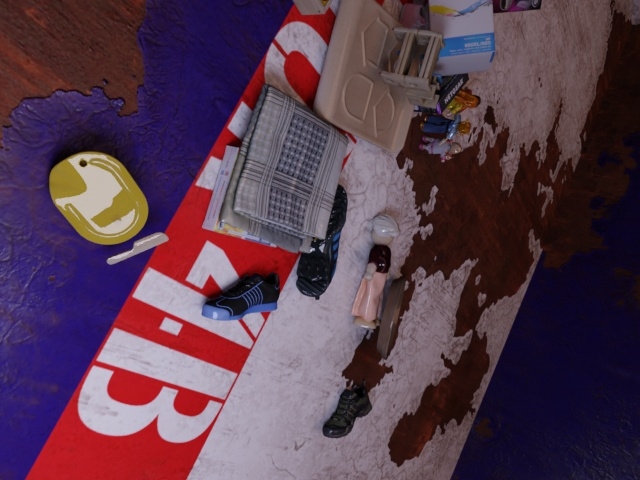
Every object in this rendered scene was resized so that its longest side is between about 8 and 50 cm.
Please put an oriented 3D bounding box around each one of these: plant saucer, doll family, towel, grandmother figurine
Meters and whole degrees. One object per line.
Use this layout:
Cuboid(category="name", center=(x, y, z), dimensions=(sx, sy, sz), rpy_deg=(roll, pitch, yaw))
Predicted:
Cuboid(category="plant saucer", center=(0.226, 0.242, 1.708), dimensions=(0.278, 0.041, 0.278), rpy_deg=(14, 90, -77))
Cuboid(category="doll family", center=(0.405, -0.383, 1.668), dimensions=(0.118, 0.163, 0.263), rpy_deg=(29, 81, -51))
Cuboid(category="towel", center=(-0.065, -0.143, 1.214), dimensions=(0.312, 0.056, 0.324), rpy_deg=(22, 84, -51))
Cuboid(category="grandmother figurine", center=(0.169, 0.090, 1.625), dimensions=(0.208, 0.104, 0.343), rpy_deg=(-6, 107, -78))

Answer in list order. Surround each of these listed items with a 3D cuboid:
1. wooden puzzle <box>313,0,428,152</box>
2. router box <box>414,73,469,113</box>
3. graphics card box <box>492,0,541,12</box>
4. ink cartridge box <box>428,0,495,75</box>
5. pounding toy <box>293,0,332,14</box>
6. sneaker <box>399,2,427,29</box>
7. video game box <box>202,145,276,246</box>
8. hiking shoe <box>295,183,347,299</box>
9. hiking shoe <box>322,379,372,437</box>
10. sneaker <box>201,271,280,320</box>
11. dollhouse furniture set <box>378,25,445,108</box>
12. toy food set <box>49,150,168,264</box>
Cuboid(category="wooden puzzle", center=(0.129, -0.428, 1.401), dimensions=(0.347, 0.080, 0.322), rpy_deg=(12, 94, -47))
Cuboid(category="router box", center=(0.341, -0.451, 1.592), dimensions=(0.179, 0.133, 0.046), rpy_deg=(-50, 136, -25))
Cuboid(category="graphics card box", center=(0.545, -0.825, 1.645), dimensions=(0.370, 0.094, 0.233), rpy_deg=(-17, 121, -29))
Cuboid(category="ink cartridge box", center=(0.385, -0.600, 1.478), dimensions=(0.171, 0.168, 0.233), rpy_deg=(0, 87, -78))
Cuboid(category="pounding toy", center=(-0.004, -0.591, 1.155), dimensions=(0.141, 0.100, 0.130), rpy_deg=(-61, 140, -14))
Cuboid(category="sneaker", center=(0.254, -0.591, 1.488), dimensions=(0.051, 0.070, 0.134), rpy_deg=(-1, 106, -52))
Cuboid(category="video game box", center=(-0.152, -0.093, 1.206), dimensions=(0.205, 0.048, 0.187), rpy_deg=(16, 88, -52))
Cuboid(category="hiking shoe", center=(0.000, 0.000, 1.402), dimensions=(0.132, 0.113, 0.304), rpy_deg=(57, 47, -79))
Cuboid(category="hiking shoe", center=(0.076, 0.533, 1.696), dimensions=(0.227, 0.086, 0.114), rpy_deg=(-25, 108, -49))
Cuboid(category="sneaker", center=(-0.180, 0.124, 1.233), dimensions=(0.232, 0.081, 0.091), rpy_deg=(-5, 105, -56))
Cuboid(category="dollhouse furniture set", center=(0.246, -0.445, 1.388), dimensions=(0.183, 0.128, 0.129), rpy_deg=(18, 89, -71))
Cuboid(category="toy food set", center=(-0.378, -0.067, 0.939), dimensions=(0.128, 0.071, 0.218), rpy_deg=(-31, 127, -10))
